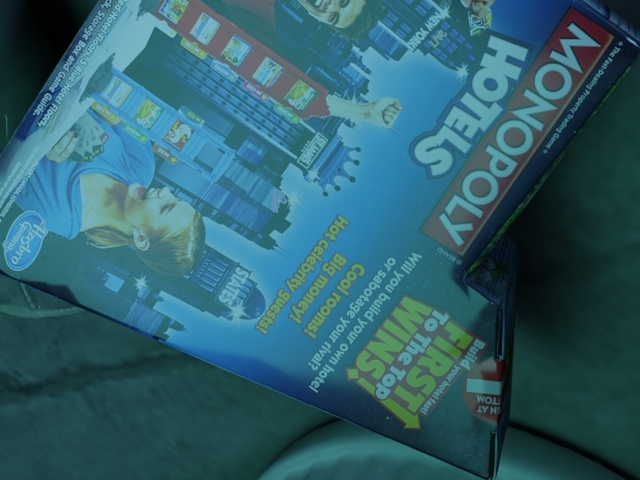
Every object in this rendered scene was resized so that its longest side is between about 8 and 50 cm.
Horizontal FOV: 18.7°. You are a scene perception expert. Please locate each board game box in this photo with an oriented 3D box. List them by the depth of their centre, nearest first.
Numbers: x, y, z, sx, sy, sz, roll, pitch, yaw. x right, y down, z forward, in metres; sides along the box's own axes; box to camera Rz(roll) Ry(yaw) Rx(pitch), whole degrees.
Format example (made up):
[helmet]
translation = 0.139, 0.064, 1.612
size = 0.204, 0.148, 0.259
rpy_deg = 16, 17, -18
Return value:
[board game box]
translation = 0.010, -0.023, 0.632
size = 0.194, 0.060, 0.194
rpy_deg = 35, 113, -4

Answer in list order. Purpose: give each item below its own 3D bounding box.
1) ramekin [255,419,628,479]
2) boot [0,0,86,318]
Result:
[ramekin]
translation = 0.054, 0.210, 0.772
size = 0.273, 0.127, 0.273
rpy_deg = 21, 133, 24
[boot]
translation = -0.111, -0.065, 0.717
size = 0.189, 0.076, 0.208
rpy_deg = 9, 122, 48
